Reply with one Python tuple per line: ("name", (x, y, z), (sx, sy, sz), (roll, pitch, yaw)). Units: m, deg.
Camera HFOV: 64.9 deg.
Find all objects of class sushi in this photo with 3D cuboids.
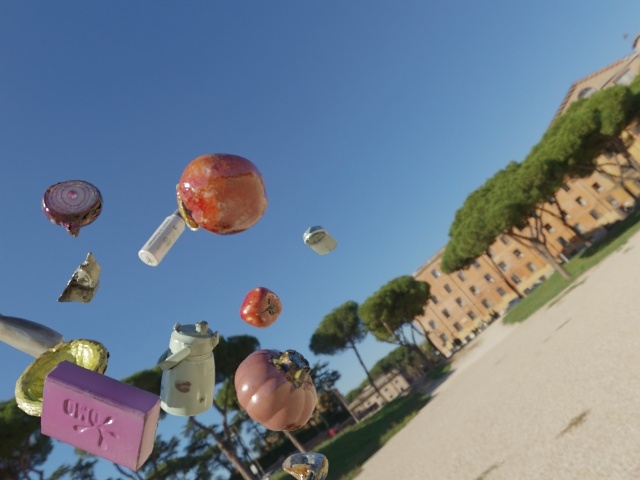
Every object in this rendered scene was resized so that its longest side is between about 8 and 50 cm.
("sushi", (-0.955, 0.163, 2.069), (0.273, 0.109, 0.134), (-49, 15, 23))

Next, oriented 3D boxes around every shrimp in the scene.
("shrimp", (-0.059, 0.821, 1.790), (0.168, 0.077, 0.317), (-3, -5, 4))

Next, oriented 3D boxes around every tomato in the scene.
("tomato", (-0.258, 0.297, 2.154), (0.151, 0.187, 0.187), (-14, -6, 30))

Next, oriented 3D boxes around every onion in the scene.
("onion", (-0.855, -0.093, 1.746), (0.195, 0.218, 0.140), (-6, -28, -27))

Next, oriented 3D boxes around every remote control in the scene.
("remote control", (0.000, 0.000, 2.188), (0.104, 0.052, 0.247), (-33, -26, 7))

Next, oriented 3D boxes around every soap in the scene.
("soap", (-0.512, 0.406, 1.168), (0.081, 0.259, 0.181), (-59, -13, -68))

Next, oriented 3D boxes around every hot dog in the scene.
("hot dog", (-0.503, -0.129, 1.932), (0.053, 0.099, 0.192), (-30, -64, -49))

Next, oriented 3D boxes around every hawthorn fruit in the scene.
("hawthorn fruit", (-0.309, -0.149, 1.623), (0.284, 0.284, 0.284), (-34, -20, -14))

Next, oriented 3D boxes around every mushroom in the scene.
("mushroom", (-1.340, 0.429, 2.293), (0.137, 0.407, 0.154), (-61, 4, 35))

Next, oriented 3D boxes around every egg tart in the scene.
("egg tart", (-0.922, 0.508, 1.838), (0.345, 0.345, 0.132), (-31, -51, -22))

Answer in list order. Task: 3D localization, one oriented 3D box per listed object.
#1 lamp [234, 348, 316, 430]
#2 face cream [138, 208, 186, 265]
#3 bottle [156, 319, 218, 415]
("lamp", (-0.140, 0.493, 1.716), (0.239, 0.305, 0.305), (-53, -22, 11))
("face cream", (-0.630, -0.032, 2.089), (0.311, 0.092, 0.092), (-63, 1, -41))
("bottle", (-0.518, 0.479, 1.960), (0.229, 0.229, 0.351), (-10, -69, -54))
